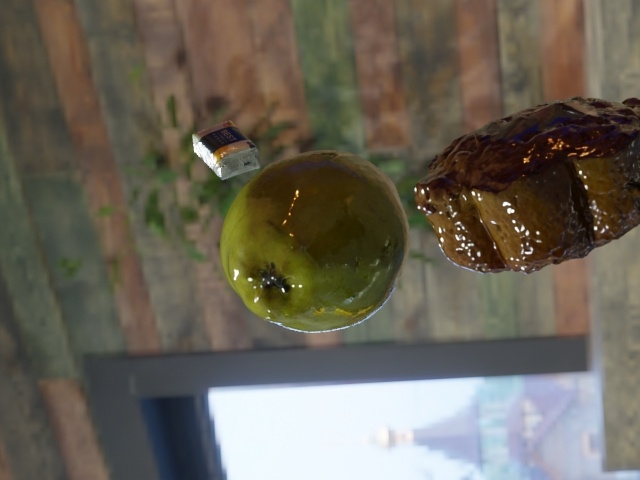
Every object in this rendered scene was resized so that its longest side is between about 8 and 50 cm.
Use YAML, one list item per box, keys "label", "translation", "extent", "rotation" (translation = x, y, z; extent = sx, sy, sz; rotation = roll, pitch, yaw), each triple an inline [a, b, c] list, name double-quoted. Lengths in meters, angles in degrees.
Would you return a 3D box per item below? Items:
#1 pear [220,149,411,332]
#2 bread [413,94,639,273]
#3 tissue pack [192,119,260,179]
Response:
- label: "pear"
  translation: [0.000, 0.000, 1.864]
  extent: [0.269, 0.212, 0.212]
  rotation: [-37, -54, -55]
- label: "bread"
  translation: [0.218, -0.060, 1.549]
  extent: [0.232, 0.247, 0.135]
  rotation: [-2, 110, 58]
- label: "tissue pack"
  translation: [-0.126, -0.121, 2.138]
  extent: [0.083, 0.062, 0.042]
  rotation: [45, 150, 47]
